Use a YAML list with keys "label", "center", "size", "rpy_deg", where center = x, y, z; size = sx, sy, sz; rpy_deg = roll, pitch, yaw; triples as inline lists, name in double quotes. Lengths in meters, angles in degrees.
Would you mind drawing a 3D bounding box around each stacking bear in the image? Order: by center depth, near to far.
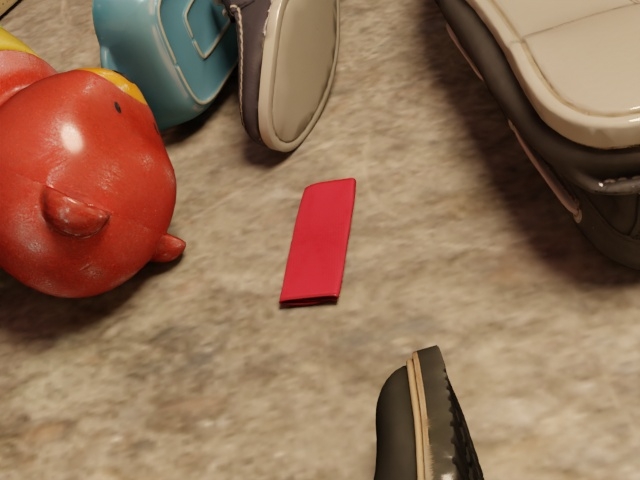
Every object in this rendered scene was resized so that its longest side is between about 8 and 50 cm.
- label: "stacking bear"
  center: [-0.205, -0.061, 0.584]
  size: [0.289, 0.175, 0.164]
  rpy_deg: [23, 82, 26]

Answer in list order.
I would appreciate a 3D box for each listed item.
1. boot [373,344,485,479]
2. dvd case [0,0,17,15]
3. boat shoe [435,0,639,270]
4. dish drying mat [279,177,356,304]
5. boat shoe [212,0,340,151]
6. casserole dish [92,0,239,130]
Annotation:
- label: "boot"
  center: [-0.006, 0.133, 0.370]
  size: [0.137, 0.077, 0.198]
  rpy_deg: [-14, 42, 16]
- label: "dvd case"
  center: [-0.305, -0.215, 0.874]
  size: [0.165, 0.018, 0.221]
  rpy_deg: [13, 54, 33]
- label: "boat shoe"
  center: [0.122, -0.113, 0.564]
  size: [0.112, 0.095, 0.335]
  rpy_deg: [-14, 38, 4]
- label: "dish drying mat"
  center: [0.000, 0.000, 0.544]
  size: [0.032, 0.008, 0.083]
  rpy_deg: [-6, 46, 17]
- label: "boat shoe"
  center: [-0.029, -0.151, 0.623]
  size: [0.065, 0.075, 0.206]
  rpy_deg: [1, 79, 27]
- label: "casserole dish"
  center: [-0.075, -0.152, 0.648]
  size: [0.037, 0.114, 0.188]
  rpy_deg: [3, 48, 24]
